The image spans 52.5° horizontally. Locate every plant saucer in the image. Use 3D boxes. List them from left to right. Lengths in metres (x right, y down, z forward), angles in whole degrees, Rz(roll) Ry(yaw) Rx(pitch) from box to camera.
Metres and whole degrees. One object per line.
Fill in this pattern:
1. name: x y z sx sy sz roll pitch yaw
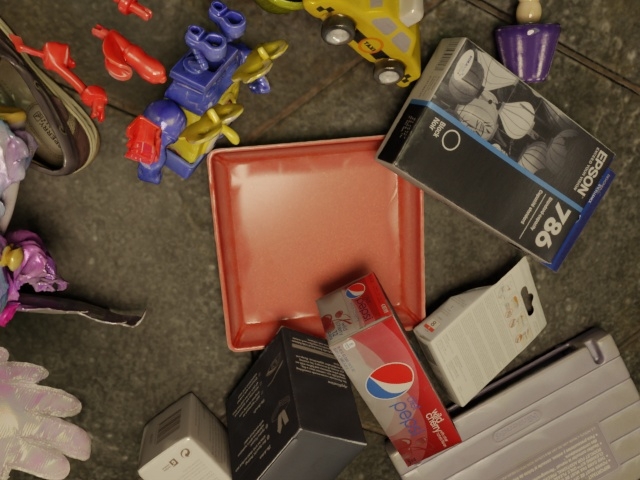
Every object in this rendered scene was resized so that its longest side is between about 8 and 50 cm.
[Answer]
1. plant saucer: 0.000 0.000 0.818 0.259 0.048 0.258 -6 107 -7

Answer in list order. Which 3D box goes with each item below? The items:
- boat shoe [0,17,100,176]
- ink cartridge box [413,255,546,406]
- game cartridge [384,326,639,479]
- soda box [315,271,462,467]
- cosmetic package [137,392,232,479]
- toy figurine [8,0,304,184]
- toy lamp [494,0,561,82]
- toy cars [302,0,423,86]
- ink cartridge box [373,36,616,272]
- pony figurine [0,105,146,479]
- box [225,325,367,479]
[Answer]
1. boat shoe: -0.358 -0.176 0.679 0.103 0.092 0.285 -42 108 4
2. ink cartridge box: 0.221 0.118 0.884 0.179 0.045 0.145 -40 126 -16
3. game cartridge: 0.298 0.306 0.935 0.355 0.068 0.230 -28 103 -1
4. soda box: 0.090 0.169 0.820 0.083 0.092 0.263 -28 125 5
5. cosmetic package: -0.129 0.323 0.853 0.085 0.117 0.231 -36 107 2
6. toy figurine: -0.142 -0.185 0.701 0.191 0.217 0.362 29 56 -2
7. toy lamp: 0.242 -0.324 0.753 0.080 0.080 0.274 -5 104 -9
8. toy cars: 0.019 -0.332 0.655 0.087 0.176 0.393 -15 114 36
9. ink cartridge box: 0.241 -0.088 0.798 0.333 0.065 0.165 27 94 -25
10. pony figurine: -0.373 0.049 0.645 0.351 0.303 0.363 7 110 -2
11. box: -0.037 0.221 0.791 0.093 0.158 0.156 21 120 -26
